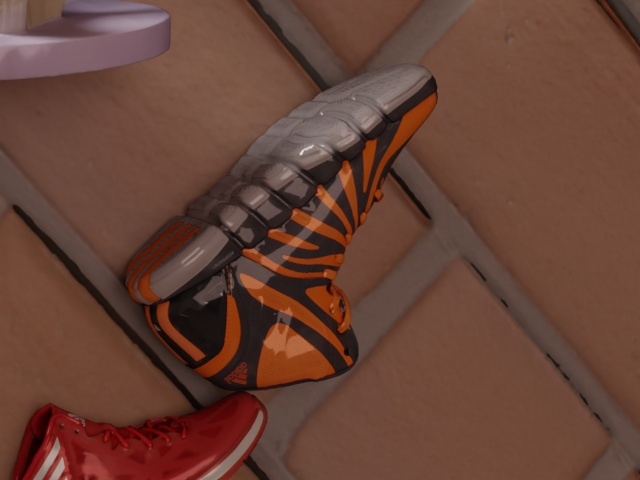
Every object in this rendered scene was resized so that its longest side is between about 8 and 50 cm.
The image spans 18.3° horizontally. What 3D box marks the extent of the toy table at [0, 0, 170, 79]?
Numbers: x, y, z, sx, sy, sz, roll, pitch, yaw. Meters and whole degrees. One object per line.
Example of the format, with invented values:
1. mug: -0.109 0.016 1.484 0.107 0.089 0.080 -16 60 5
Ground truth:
1. toy table: -0.249 -0.217 1.502 0.274 0.252 0.161 -13 112 -35

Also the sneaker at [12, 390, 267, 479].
1. sneaker: -0.153 0.164 1.614 0.221 0.087 0.128 -39 107 -23

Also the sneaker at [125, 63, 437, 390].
1. sneaker: 0.000 0.000 1.685 0.321 0.124 0.180 -40 111 -10
